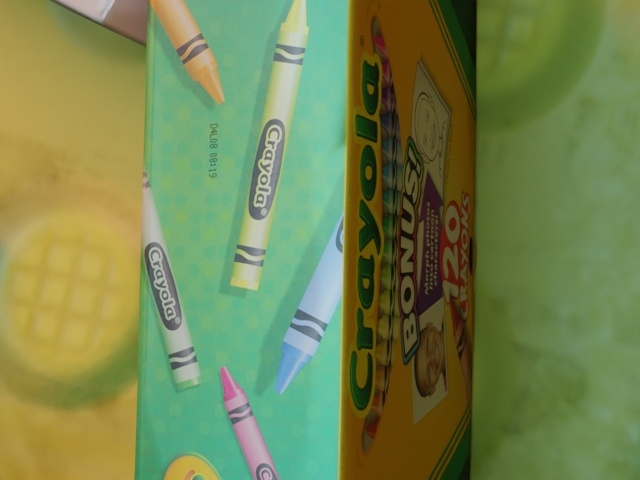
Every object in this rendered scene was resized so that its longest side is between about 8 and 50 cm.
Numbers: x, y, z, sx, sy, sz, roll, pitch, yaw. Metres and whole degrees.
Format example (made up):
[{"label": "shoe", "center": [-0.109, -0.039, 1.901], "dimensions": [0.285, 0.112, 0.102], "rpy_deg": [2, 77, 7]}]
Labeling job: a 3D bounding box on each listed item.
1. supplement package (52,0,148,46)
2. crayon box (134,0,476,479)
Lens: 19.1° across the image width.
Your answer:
[{"label": "supplement package", "center": [-0.131, -0.186, 0.815], "dimensions": [0.244, 0.139, 0.133], "rpy_deg": [29, 94, 20]}, {"label": "crayon box", "center": [0.000, 0.000, 0.737], "dimensions": [0.081, 0.165, 0.278], "rpy_deg": [0, 86, 20]}]
